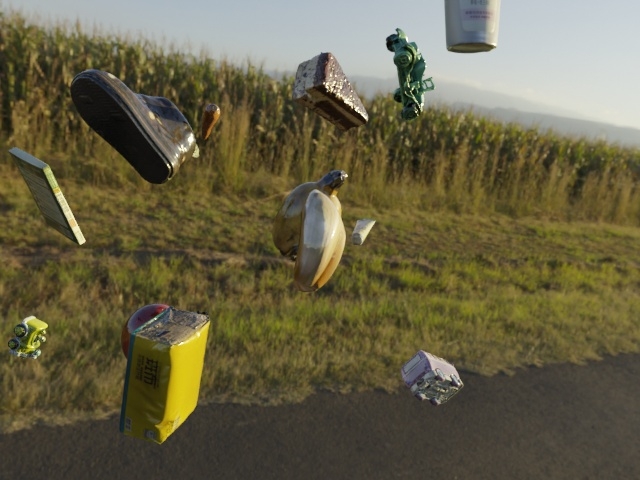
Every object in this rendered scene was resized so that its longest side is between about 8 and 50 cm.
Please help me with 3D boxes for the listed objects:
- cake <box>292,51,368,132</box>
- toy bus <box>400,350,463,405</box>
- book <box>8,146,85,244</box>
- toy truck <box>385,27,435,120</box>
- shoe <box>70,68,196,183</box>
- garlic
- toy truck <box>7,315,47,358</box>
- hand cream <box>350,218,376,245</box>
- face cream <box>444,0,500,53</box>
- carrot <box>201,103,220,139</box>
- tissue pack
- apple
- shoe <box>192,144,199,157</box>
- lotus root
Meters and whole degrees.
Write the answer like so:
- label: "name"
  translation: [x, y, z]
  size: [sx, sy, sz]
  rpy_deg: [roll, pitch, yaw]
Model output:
- label: "cake"
  translation: [0.037, -0.414, 1.517]
  size: [0.112, 0.135, 0.246]
  rpy_deg: [-12, -20, 35]
- label: "toy bus"
  translation: [0.414, 0.508, 2.025]
  size: [0.203, 0.142, 0.142]
  rpy_deg: [27, 22, -36]
- label: "book"
  translation: [-0.787, -0.126, 1.575]
  size: [0.202, 0.264, 0.027]
  rpy_deg: [24, 49, 35]
- label: "toy truck"
  translation: [0.168, -0.301, 0.986]
  size: [0.078, 0.154, 0.080]
  rpy_deg: [-15, 45, 4]
- label: "shoe"
  translation: [-0.546, -0.369, 1.649]
  size: [0.171, 0.384, 0.237]
  rpy_deg: [-28, 25, 30]
- label: "garlic"
  translation: [0.000, 0.000, 1.217]
  size: [0.110, 0.227, 0.217]
  rpy_deg: [7, -9, 2]
- label: "toy truck"
  translation: [-0.777, 0.266, 1.460]
  size: [0.077, 0.111, 0.076]
  rpy_deg: [24, 5, -2]
- label: "hand cream"
  translation: [0.128, -0.033, 1.677]
  size: [0.061, 0.039, 0.143]
  rpy_deg: [-1, 29, 19]
- label: "face cream"
  translation: [0.259, -0.465, 0.937]
  size: [0.107, 0.269, 0.073]
  rpy_deg: [-1, 5, -15]
- label: "carrot"
  translation: [-0.361, -0.374, 1.753]
  size: [0.048, 0.048, 0.216]
  rpy_deg: [5, -18, -20]
- label: "tissue pack"
  translation: [-0.366, 0.316, 1.306]
  size: [0.134, 0.270, 0.192]
  rpy_deg: [15, 18, 10]
- label: "apple"
  translation: [-0.518, 0.313, 1.736]
  size: [0.201, 0.218, 0.218]
  rpy_deg: [25, 16, 10]
- label: "shoe"
  translation: [-0.529, -0.372, 2.099]
  size: [0.103, 0.098, 0.275]
  rpy_deg: [11, 3, -2]
- label: "lotus root"
  translation: [-0.025, -0.084, 1.644]
  size: [0.183, 0.309, 0.182]
  rpy_deg: [28, 17, -9]
